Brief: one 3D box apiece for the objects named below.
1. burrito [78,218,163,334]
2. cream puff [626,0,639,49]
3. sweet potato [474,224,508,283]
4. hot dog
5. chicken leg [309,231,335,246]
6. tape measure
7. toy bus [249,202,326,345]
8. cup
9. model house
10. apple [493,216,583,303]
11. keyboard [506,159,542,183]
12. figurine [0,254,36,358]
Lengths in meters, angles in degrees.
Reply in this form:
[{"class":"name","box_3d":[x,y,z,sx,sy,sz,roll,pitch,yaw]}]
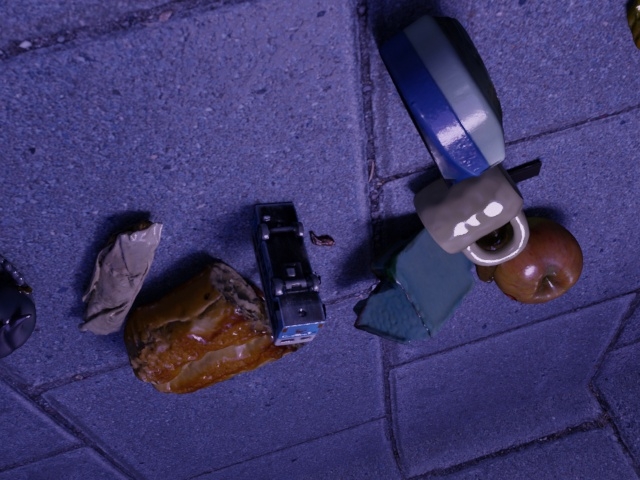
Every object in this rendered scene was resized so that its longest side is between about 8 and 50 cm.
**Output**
[{"class":"burrito","box_3d":[-0.450,0.089,1.377,0.117,0.076,0.392,8,136,-30]},{"class":"cream puff","box_3d":[0.724,-0.445,1.164,0.282,0.185,0.281,21,155,10]},{"class":"sweet potato","box_3d":[0.440,-0.007,1.568,0.112,0.085,0.285,-14,121,-24]},{"class":"hot dog","box_3d":[-0.287,0.241,1.556,0.366,0.196,0.367,-32,136,13]},{"class":"chicken leg","box_3d":[0.000,0.001,1.515,0.083,0.021,0.036,18,140,-33]},{"class":"tape measure","box_3d":[0.214,-0.259,1.093,0.138,0.259,0.262,-28,138,10]},{"class":"toy bus","box_3d":[-0.076,0.069,1.342,0.106,0.297,0.131,-5,147,-18]},{"class":"cup","box_3d":[0.363,-0.054,1.423,0.202,0.255,0.173,-35,177,22]},{"class":"model house","box_3d":[0.212,0.100,1.602,0.280,0.229,0.249,-40,-165,-37]},{"class":"apple","box_3d":[0.580,0.053,1.695,0.261,0.194,0.260,-12,140,-10]},{"class":"keyboard","box_3d":[0.448,-0.147,1.532,0.196,0.018,0.060,-19,151,0]},{"class":"figurine","box_3d":[-0.689,0.134,1.257,0.197,0.175,0.265,-12,151,-18]}]
